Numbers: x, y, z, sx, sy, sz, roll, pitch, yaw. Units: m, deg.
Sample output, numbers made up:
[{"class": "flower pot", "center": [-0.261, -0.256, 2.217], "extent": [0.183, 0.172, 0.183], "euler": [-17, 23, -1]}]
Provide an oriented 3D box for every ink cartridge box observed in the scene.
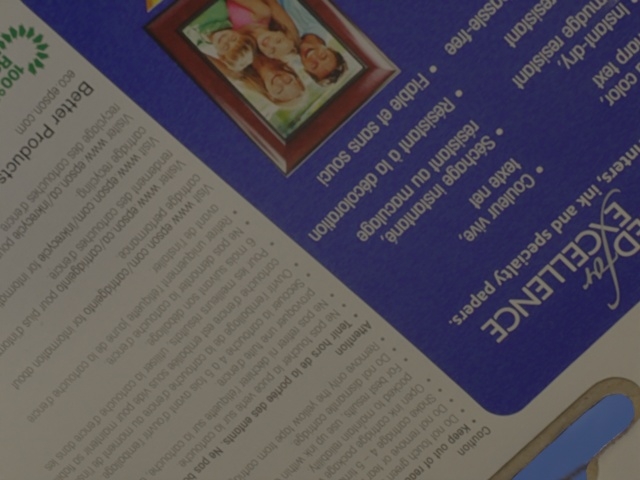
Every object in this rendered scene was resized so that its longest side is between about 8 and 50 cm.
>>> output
[{"class": "ink cartridge box", "center": [0.000, 0.000, 0.532], "extent": [0.303, 0.307, 0.072], "euler": [-45, -165, 13]}]
